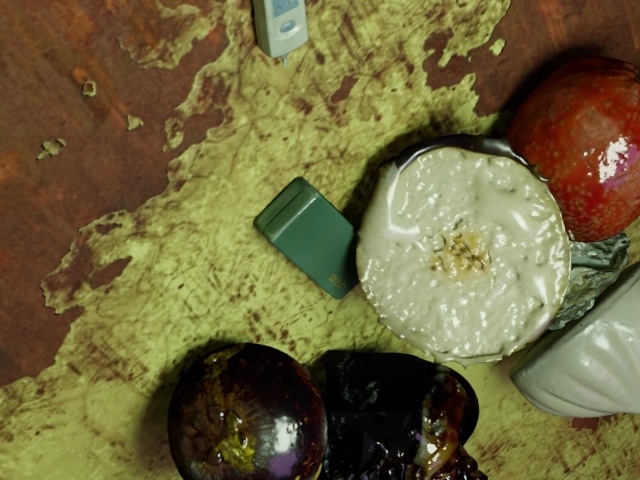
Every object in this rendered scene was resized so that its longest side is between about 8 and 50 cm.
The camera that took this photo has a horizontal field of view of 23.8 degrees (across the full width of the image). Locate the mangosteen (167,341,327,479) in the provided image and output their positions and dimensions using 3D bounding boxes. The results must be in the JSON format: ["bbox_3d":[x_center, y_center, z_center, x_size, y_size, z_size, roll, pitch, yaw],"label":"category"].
[{"bbox_3d":[-0.074,0.214,1.751,0.192,0.192,0.217,-51,163,10],"label":"mangosteen"}]

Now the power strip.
[{"bbox_3d":[-0.041,-0.238,1.443,0.047,0.030,0.191,-29,142,-19],"label":"power strip"}]

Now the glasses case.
[{"bbox_3d":[0.000,0.000,1.718,0.078,0.039,0.184,-45,145,1],"label":"glasses case"}]

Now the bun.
[{"bbox_3d":[0.406,0.166,2.096,0.263,0.175,0.263,-40,175,-4],"label":"bun"}]

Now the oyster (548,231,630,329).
[{"bbox_3d":[0.283,0.044,1.978,0.351,0.158,0.162,-25,-177,-37],"label":"oyster"}]

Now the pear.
[{"bbox_3d":[0.160,0.004,1.765,0.267,0.267,0.178,-48,-177,5],"label":"pear"}]

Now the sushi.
[{"bbox_3d":[0.102,0.259,1.904,0.212,0.215,0.227,-1,114,-2],"label":"sushi"}]

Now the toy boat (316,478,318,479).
[{"bbox_3d":[-0.120,0.403,1.968,0.299,0.096,0.062,-35,154,-16],"label":"toy boat"}]

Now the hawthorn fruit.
[{"bbox_3d":[0.329,-0.123,1.782,0.205,0.205,0.253,12,123,-50],"label":"hawthorn fruit"}]
